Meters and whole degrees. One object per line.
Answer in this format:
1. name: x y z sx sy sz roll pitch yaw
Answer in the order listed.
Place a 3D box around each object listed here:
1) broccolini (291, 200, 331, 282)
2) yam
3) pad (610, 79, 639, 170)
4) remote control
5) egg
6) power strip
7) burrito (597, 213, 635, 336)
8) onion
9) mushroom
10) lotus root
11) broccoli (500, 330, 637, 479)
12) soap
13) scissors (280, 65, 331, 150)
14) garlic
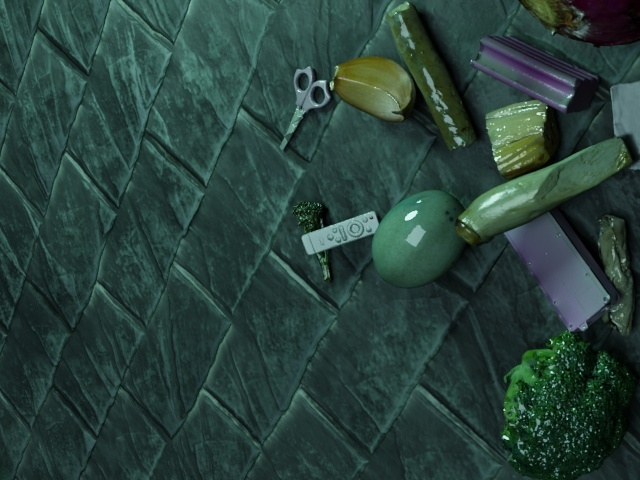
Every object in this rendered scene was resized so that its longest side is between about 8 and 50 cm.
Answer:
1. broccolini: -0.010 0.005 2.023 0.074 0.058 0.201 -10 94 46
2. yam: 0.218 -0.323 1.753 0.071 0.067 0.317 -26 86 14
3. pad: 0.566 -0.202 1.550 0.112 0.003 0.157 -3 99 39
4. remote control: 0.048 -0.017 1.968 0.184 0.027 0.050 -19 96 22
5. egg: 0.198 0.000 1.785 0.169 0.169 0.236 54 125 15
6. power strip: 0.439 0.037 1.648 0.109 0.037 0.279 -50 55 35
7. burrito: 0.533 0.063 1.611 0.063 0.058 0.230 -3 102 34
8. onion: 0.461 -0.507 1.389 0.347 0.348 0.385 40 88 24
9. mushroom: 0.394 -0.087 1.601 0.333 0.107 0.087 -28 90 25
10. lotus root: 0.379 -0.181 1.655 0.135 0.095 0.159 -18 49 35
11. broccoli: 0.444 0.317 1.660 0.295 0.265 0.245 -59 30 25
12. soap: 0.386 -0.300 1.591 0.203 0.122 0.065 35 120 28
13. scissors: -0.048 -0.288 2.003 0.110 0.021 0.212 46 124 23
14. garlic: 0.130 -0.306 1.797 0.206 0.128 0.115 31 84 36
